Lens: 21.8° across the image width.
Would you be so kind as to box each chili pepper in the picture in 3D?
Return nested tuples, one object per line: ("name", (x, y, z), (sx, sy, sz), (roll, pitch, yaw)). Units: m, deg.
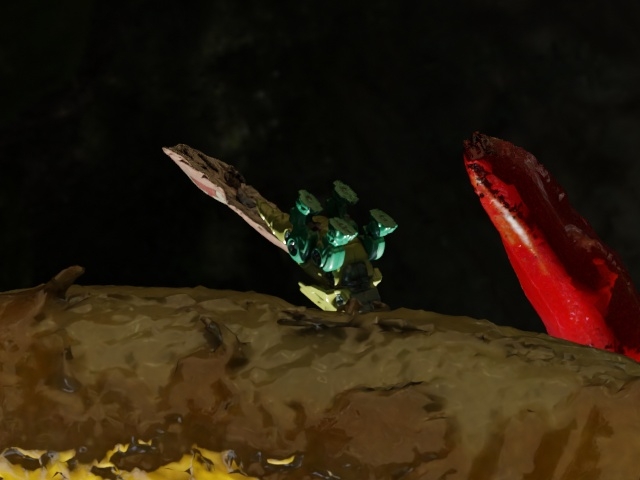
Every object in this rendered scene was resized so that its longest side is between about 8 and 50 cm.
("chili pepper", (0.251, 0.044, 1.644), (0.110, 0.387, 0.110), (-28, -160, 11))

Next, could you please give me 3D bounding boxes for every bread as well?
("bread", (-0.001, 0.115, 0.847), (0.375, 0.165, 0.236), (7, 163, 19))

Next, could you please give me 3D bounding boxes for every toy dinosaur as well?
("toy dinosaur", (0.000, 0.000, 1.904), (0.094, 0.153, 0.259), (-12, -135, -34))

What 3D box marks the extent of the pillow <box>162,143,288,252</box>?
("pillow", (-0.096, -0.050, 2.207), (0.049, 0.248, 0.135), (-50, 162, -3))
